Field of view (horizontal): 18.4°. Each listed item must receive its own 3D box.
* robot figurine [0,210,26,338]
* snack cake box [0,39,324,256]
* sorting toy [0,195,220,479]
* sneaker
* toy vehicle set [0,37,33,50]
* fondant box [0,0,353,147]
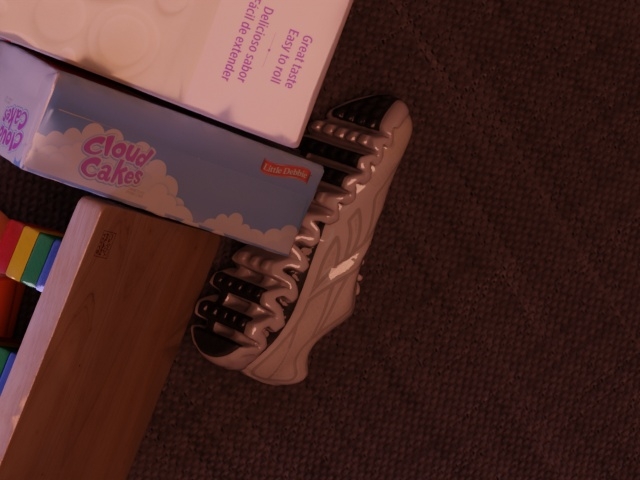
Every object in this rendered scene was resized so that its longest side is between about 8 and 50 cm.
[{"bbox_3d":[-0.329,0.053,1.695,0.158,0.128,0.219,11,97,-16],"label":"robot figurine"},{"bbox_3d":[-0.149,-0.079,1.677,0.264,0.152,0.089,19,97,-31],"label":"snack cake box"},{"bbox_3d":[-0.214,0.087,1.688,0.089,0.255,0.257,22,92,20],"label":"sorting toy"},{"bbox_3d":[0.000,0.000,1.799,0.118,0.110,0.292,35,86,-39],"label":"sneaker"},{"bbox_3d":[-0.283,-0.221,1.707,0.267,0.035,0.166,34,90,-18],"label":"toy vehicle set"},{"bbox_3d":[-0.134,-0.244,1.612,0.330,0.096,0.238,20,92,-13],"label":"fondant box"}]
